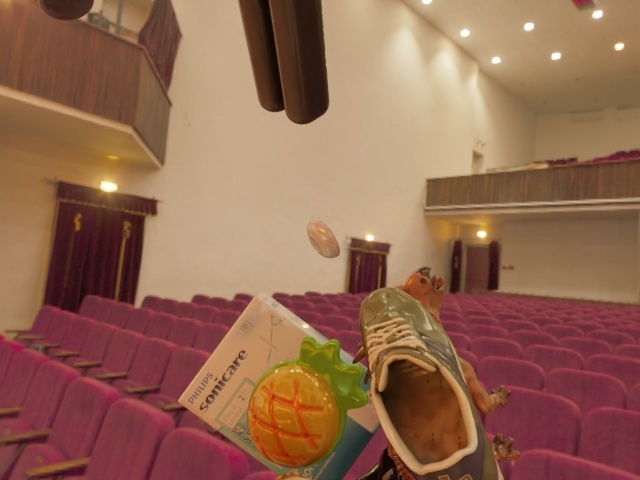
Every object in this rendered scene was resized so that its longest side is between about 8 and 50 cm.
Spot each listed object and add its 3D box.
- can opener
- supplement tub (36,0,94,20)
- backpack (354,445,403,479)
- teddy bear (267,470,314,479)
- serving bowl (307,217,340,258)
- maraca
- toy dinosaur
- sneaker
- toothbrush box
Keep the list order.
[{"bbox_3d":[-0.048,-0.208,0.357,0.074,0.093,0.280,34,-27,32],"label":"can opener"},{"bbox_3d":[-0.382,-0.403,0.681,0.106,0.198,0.106,-26,-11,-5],"label":"supplement tub"},{"bbox_3d":[0.134,0.491,0.773,0.213,0.276,0.263,35,13,-13],"label":"backpack"},{"bbox_3d":[-0.083,0.385,0.556,0.245,0.338,0.113,10,31,-38],"label":"teddy bear"},{"bbox_3d":[0.000,0.000,0.907,0.027,0.083,0.083,-32,9,-19],"label":"serving bowl"},{"bbox_3d":[-0.020,0.202,0.611,0.127,0.186,0.099,43,19,14],"label":"maraca"},{"bbox_3d":[0.126,0.202,0.603,0.200,0.296,0.127,26,-36,-32],"label":"toy dinosaur"},{"bbox_3d":[0.065,0.089,0.345,0.064,0.192,0.086,-28,-47,7],"label":"sneaker"},{"bbox_3d":[-0.053,0.261,0.859,0.295,0.216,0.126,37,-3,1],"label":"toothbrush box"}]
